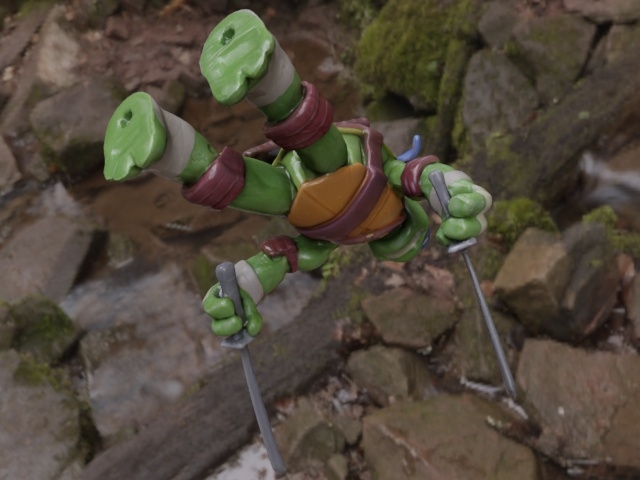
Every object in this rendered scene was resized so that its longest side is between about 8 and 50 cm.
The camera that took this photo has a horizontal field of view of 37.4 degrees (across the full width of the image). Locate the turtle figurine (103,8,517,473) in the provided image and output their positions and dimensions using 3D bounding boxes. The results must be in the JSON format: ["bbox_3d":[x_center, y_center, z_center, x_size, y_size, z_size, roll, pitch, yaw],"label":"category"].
[{"bbox_3d":[0.000,0.000,0.624,0.198,0.266,0.275,-2,63,44],"label":"turtle figurine"}]
